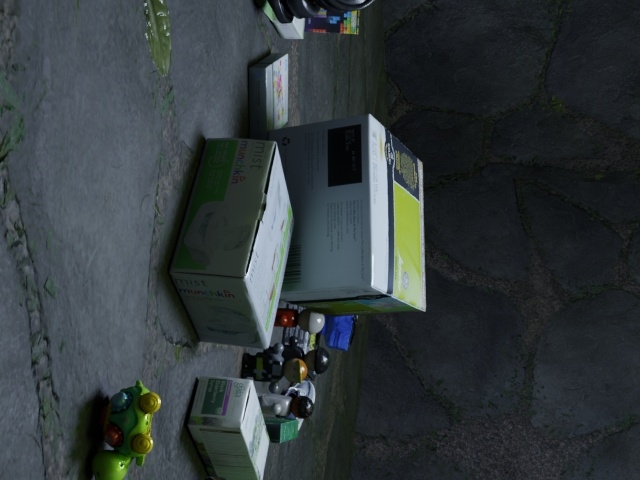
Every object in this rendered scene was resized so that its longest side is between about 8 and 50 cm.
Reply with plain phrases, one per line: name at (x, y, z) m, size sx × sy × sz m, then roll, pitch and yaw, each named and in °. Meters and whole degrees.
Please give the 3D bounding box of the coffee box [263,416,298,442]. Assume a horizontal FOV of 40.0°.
coffee box at (-0.113, 0.374, 1.742) m, size 0.184 × 0.113 × 0.040 m, roll 40°, pitch 51°, yaw -76°

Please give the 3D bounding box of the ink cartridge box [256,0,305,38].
ink cartridge box at (-0.072, -0.524, 1.779) m, size 0.235 × 0.056 × 0.171 m, roll 27°, pitch 68°, yaw -82°

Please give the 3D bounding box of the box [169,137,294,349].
box at (-0.131, 0.006, 1.427) m, size 0.231 × 0.127 × 0.262 m, roll 78°, pitch 19°, yaw -56°

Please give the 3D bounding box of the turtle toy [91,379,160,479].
turtle toy at (-0.238, 0.234, 1.071) m, size 0.095 × 0.066 × 0.130 m, roll 142°, pitch -41°, yaw -71°

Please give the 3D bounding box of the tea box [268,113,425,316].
tea box at (0.059, -0.033, 1.733) m, size 0.323 × 0.220 × 0.329 m, roll 28°, pitch 59°, yaw -61°

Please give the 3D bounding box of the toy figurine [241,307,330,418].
toy figurine at (-0.067, 0.258, 1.848) m, size 0.209 × 0.148 × 0.213 m, roll -75°, pitch 166°, yaw -47°

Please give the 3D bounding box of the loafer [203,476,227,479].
loafer at (-0.196, 0.487, 1.437) m, size 0.078 × 0.080 × 0.220 m, roll 69°, pitch 19°, yaw -53°

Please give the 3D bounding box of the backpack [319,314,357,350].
backpack at (0.046, 0.219, 2.273) m, size 0.098 × 0.101 × 0.120 m, roll -61°, pitch 157°, yaw -64°

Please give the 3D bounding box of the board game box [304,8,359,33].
board game box at (0.020, -0.566, 2.031) m, size 0.048 × 0.141 × 0.170 m, roll -53°, pitch 145°, yaw -75°

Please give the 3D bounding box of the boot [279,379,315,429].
boot at (-0.056, 0.394, 2.196) m, size 0.190 × 0.069 × 0.086 m, roll -68°, pitch 163°, yaw -56°

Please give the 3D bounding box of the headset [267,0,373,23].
headset at (-0.010, -0.505, 1.617) m, size 0.394 × 0.243 × 0.185 m, roll -17°, pitch 104°, yaw -48°

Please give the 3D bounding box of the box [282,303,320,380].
box at (-0.041, 0.207, 2.242) m, size 0.216 × 0.060 × 0.270 m, roll 68°, pitch 27°, yaw -70°

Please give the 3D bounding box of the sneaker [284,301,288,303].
sneaker at (0.000, 0.000, 1.980) m, size 0.124 × 0.180 × 0.321 m, roll -100°, pitch -172°, yaw -53°

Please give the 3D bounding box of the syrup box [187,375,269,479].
syrup box at (-0.154, 0.333, 1.519) m, size 0.237 × 0.096 × 0.093 m, roll 81°, pitch 14°, yaw -52°

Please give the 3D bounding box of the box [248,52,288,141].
box at (-0.102, -0.287, 1.745) m, size 0.186 × 0.038 × 0.145 m, roll -64°, pitch 157°, yaw -68°
